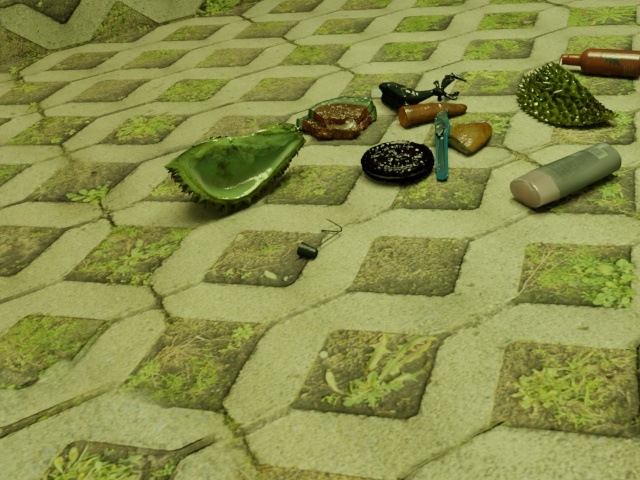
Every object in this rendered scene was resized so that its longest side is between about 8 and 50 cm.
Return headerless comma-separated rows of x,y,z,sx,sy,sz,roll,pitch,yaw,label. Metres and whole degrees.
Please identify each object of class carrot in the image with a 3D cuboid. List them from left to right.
0.335,-0.375,2.082,0.210,0.061,0.061,-11,33,-13,carrot

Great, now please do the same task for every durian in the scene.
-0.208,-0.202,1.789,0.395,0.198,0.163,-21,34,-24,durian
0.682,-0.412,2.051,0.170,0.157,0.355,21,25,-24,durian

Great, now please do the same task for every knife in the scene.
0.322,-0.257,1.878,0.044,0.026,0.296,-11,42,18,knife

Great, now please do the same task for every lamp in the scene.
0.000,0.001,1.591,0.054,0.041,0.121,18,43,21,lamp

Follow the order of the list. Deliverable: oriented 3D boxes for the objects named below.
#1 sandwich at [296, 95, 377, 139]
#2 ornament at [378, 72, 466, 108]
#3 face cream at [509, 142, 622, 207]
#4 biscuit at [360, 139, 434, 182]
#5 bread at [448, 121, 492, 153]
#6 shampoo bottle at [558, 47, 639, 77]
0.044,-0.361,2.087,0.235,0.079,0.159,-1,34,9,sandwich
0.319,-0.459,2.183,0.236,0.080,0.202,-16,24,-13,ornament
0.578,-0.155,1.675,0.269,0.073,0.107,-22,31,-22,face cream
0.199,-0.206,1.844,0.195,0.053,0.194,-6,33,4,biscuit
0.391,-0.275,1.917,0.155,0.054,0.136,-5,36,8,bread
0.873,-0.556,2.224,0.244,0.085,0.085,9,37,27,shampoo bottle
